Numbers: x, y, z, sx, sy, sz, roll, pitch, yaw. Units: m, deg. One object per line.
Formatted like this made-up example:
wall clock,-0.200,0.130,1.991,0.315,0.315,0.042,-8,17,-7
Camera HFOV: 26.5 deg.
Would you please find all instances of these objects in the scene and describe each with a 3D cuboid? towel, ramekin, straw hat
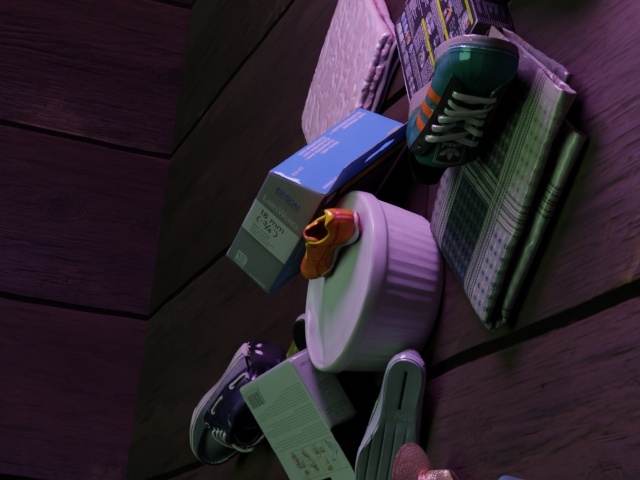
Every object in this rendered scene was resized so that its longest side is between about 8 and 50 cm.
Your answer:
towel,0.051,-0.287,2.431,0.317,0.053,0.332,-107,32,-55
towel,0.236,-0.092,1.750,0.312,0.056,0.324,-110,34,-65
ramekin,0.080,0.069,1.987,0.273,0.127,0.273,-168,90,-72
straw hat,0.148,0.323,1.710,0.061,0.144,0.144,-13,60,29

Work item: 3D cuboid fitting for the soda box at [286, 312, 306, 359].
soda box,-0.001,0.157,2.299,0.061,0.058,0.181,-100,27,-51

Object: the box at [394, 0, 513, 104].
box,0.189,-0.309,1.996,0.270,0.060,0.216,-98,26,-46

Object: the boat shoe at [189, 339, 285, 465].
boat shoe,-0.167,0.352,2.576,0.158,0.127,0.340,-88,19,-50

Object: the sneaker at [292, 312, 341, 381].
sneaker,0.016,0.177,2.215,0.121,0.099,0.262,-48,-17,-33

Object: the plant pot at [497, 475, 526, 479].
plant pot,0.216,0.360,1.334,0.234,0.166,0.165,-88,18,-52

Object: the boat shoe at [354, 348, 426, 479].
boat shoe,0.108,0.259,1.891,0.076,0.083,0.226,-40,-32,-74

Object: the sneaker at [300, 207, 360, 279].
sneaker,0.000,0.000,1.955,0.175,0.067,0.064,123,151,-53

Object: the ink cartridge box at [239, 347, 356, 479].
ink cartridge box,-0.013,0.303,2.162,0.239,0.060,0.275,59,155,4

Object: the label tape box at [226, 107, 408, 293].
label tape box,0.011,-0.094,2.132,0.240,0.106,0.333,-38,-14,-41

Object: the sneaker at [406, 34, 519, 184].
sneaker,0.177,-0.158,1.720,0.302,0.108,0.121,119,158,-72
